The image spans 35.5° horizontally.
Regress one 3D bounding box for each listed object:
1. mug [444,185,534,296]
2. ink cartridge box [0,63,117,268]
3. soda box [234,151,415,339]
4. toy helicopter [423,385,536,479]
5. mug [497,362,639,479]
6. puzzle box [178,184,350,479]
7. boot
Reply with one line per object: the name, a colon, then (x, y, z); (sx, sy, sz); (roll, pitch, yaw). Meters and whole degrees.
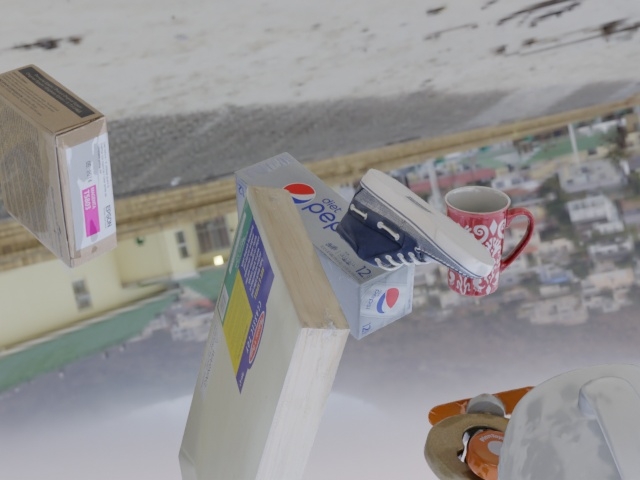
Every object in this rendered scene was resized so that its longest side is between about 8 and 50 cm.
mug: (0.287, 0.007, 1.745); (0.150, 0.169, 0.113); (12, -151, 23)
ink cartridge box: (-0.387, -0.107, 1.443); (0.088, 0.235, 0.193); (-29, -131, -36)
soda box: (0.000, 0.000, 1.314); (0.091, 0.098, 0.286); (-25, -135, -27)
toy helicopter: (0.320, 0.305, 1.522); (0.355, 0.140, 0.235); (-4, -151, -22)
mug: (0.309, 0.281, 0.992); (0.276, 0.328, 0.374); (-14, 143, 6)
puzzle box: (-0.077, 0.179, 1.089); (0.052, 0.409, 0.272); (6, -150, -19)
boot: (0.099, 0.006, 1.075); (0.069, 0.086, 0.190); (10, -155, -48)
